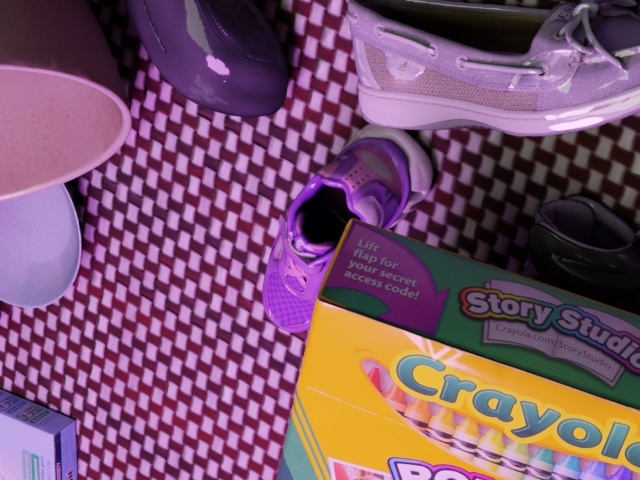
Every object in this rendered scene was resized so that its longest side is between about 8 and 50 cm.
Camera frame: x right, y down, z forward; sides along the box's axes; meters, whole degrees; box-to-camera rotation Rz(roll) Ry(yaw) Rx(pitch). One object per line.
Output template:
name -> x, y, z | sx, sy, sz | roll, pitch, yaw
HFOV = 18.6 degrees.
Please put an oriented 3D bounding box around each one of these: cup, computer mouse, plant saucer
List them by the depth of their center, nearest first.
computer mouse -> -0.135, -0.210, 1.684 | 0.272, 0.072, 0.188 | 54, 147, -1
cup -> -0.348, -0.192, 1.743 | 0.331, 0.331, 0.237 | -27, 65, 41
plant saucer -> -0.302, -0.029, 1.937 | 0.195, 0.037, 0.195 | 16, 121, 29

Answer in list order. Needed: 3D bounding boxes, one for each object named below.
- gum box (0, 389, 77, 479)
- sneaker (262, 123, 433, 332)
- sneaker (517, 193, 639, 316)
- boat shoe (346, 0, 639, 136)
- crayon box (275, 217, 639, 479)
gum box -> -0.343, 0.237, 2.092 | 0.184, 0.041, 0.157 | 17, 121, 28
sneaker -> 0.000, 0.000, 1.686 | 0.095, 0.104, 0.236 | 42, 131, 10
sneaker -> 0.171, 0.042, 1.589 | 0.268, 0.101, 0.153 | -1, 110, 30
boat shoe -> 0.154, -0.148, 1.498 | 0.320, 0.118, 0.103 | 4, 118, 42
crayon box -> 0.156, 0.172, 1.541 | 0.363, 0.106, 0.313 | 18, 139, 6
